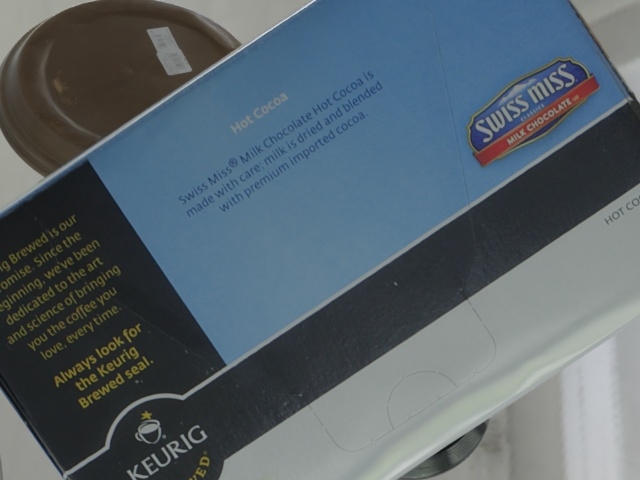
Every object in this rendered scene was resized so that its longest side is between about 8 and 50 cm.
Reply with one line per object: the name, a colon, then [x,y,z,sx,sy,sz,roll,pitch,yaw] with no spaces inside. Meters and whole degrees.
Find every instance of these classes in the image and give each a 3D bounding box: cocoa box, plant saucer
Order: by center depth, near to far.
cocoa box: [0.000,0.000,0.792,0.347,0.228,0.231,-34,-175,1]
plant saucer: [-0.179,-0.149,1.374,0.041,0.278,0.277,104,-24,-48]

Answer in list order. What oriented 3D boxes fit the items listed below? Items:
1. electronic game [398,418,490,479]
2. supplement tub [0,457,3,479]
electronic game: [0.108,0.198,1.805,0.048,0.229,0.229,104,-16,-60]
supplement tub: [-0.294,0.115,0.764,0.207,0.338,0.207,0,-119,1]
